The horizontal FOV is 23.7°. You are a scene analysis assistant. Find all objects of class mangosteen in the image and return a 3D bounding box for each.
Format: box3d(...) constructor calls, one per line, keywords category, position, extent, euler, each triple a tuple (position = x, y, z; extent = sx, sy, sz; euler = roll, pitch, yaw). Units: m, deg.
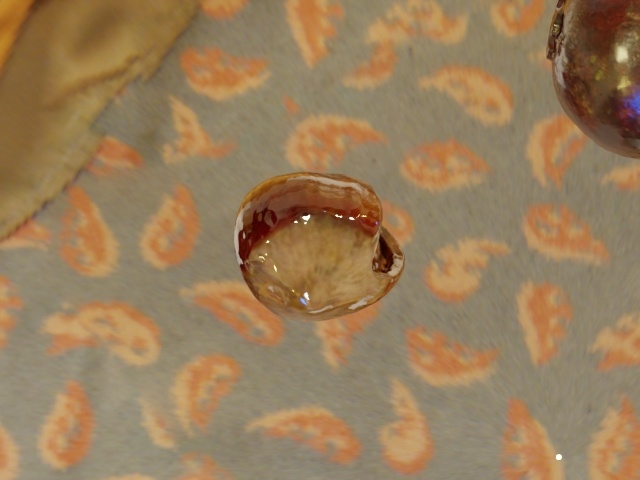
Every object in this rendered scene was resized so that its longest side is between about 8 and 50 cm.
box3d(category="mangosteen", position=(0.239, -0.125, 1.009), extent=(0.184, 0.172, 0.172), euler=(33, 88, 8))

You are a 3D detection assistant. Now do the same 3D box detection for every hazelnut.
box3d(category="hazelnut", position=(0.000, 0.000, 0.751), extent=(0.086, 0.086, 0.086), euler=(-1, 82, 9))
